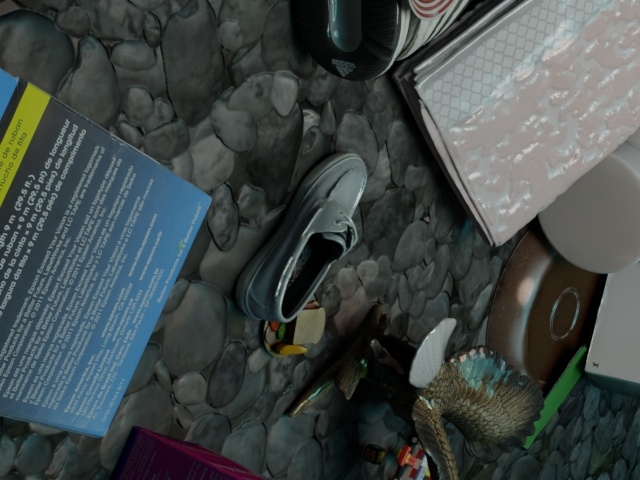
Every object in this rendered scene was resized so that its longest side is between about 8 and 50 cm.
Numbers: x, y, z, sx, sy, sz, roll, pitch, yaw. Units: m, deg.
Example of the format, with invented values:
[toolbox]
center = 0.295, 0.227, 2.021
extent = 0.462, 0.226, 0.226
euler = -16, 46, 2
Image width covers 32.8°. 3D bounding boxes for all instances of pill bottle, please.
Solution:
[pill bottle]
center = 0.511, -0.099, 1.656
extent = 0.392, 0.224, 0.224
euler = -24, 121, -42

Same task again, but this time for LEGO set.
[LEGO set]
center = 0.111, 0.363, 1.490
extent = 0.182, 0.060, 0.244
euler = -30, 126, -42

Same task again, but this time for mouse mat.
[mouse mat]
center = 0.373, 0.252, 1.734
extent = 0.190, 0.007, 0.152
euler = -52, 156, -3

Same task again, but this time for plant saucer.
[plant saucer]
center = 0.366, 0.110, 1.703
extent = 0.310, 0.050, 0.311
euler = -22, 121, -43

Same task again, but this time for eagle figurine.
[eagle figurine]
center = 0.145, 0.221, 1.353
extent = 0.226, 0.298, 0.225
euler = -43, -174, 13

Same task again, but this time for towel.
[towel]
center = 0.285, -0.191, 1.371
extent = 0.332, 0.053, 0.317
euler = -39, 130, -4

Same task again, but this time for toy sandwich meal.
[toy sandwich meal]
center = -0.030, 0.100, 1.247
extent = 0.085, 0.029, 0.086
euler = -21, 119, -44

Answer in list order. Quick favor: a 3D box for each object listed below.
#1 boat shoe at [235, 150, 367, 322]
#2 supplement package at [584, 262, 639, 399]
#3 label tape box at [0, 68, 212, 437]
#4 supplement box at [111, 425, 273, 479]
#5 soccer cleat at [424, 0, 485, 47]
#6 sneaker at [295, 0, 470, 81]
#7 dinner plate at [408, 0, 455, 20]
[boat shoe]
center = -0.001, 0.000, 1.204
extent = 0.227, 0.081, 0.079
euler = -55, 138, -20
[supplement package]
center = 0.534, 0.154, 1.780
extent = 0.203, 0.149, 0.194
euler = 39, 66, -67
[label tape box]
center = -0.253, 0.007, 0.856
extent = 0.333, 0.106, 0.241
euler = 35, 77, -59
[supplement box]
center = -0.101, 0.280, 1.080
extent = 0.111, 0.220, 0.114
euler = 31, 79, -50
[soccer cleat]
center = 0.190, -0.284, 1.329
extent = 0.179, 0.072, 0.060
euler = -50, 136, -25
[sneaker]
center = 0.094, -0.411, 1.135
extent = 0.257, 0.169, 0.447
euler = -33, 135, -49
[dinner plate]
center = 0.118, -0.287, 1.070
extent = 0.141, 0.017, 0.141
euler = -39, 141, -41
